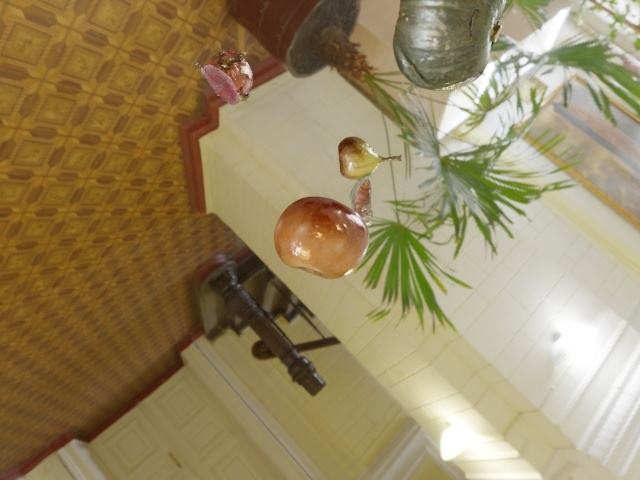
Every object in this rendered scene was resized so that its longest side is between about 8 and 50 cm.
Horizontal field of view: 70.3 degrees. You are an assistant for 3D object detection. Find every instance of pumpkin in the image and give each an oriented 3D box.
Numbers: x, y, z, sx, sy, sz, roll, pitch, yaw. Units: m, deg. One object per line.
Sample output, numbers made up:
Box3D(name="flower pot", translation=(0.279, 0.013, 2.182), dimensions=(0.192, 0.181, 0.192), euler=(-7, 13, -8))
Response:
Box3D(name="pumpkin", translation=(0.330, -0.556, 1.166), dimensions=(0.291, 0.258, 0.327), euler=(-55, 154, -40))

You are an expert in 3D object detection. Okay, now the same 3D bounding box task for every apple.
Box3D(name="apple", translation=(0.000, 0.000, 0.966), dimensions=(0.162, 0.201, 0.201), euler=(-62, 171, -14))

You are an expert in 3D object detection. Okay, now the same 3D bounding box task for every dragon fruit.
Box3D(name="dragon fruit", translation=(-0.388, -0.712, 1.935), dimensions=(0.147, 0.282, 0.211), euler=(-48, 171, -22))

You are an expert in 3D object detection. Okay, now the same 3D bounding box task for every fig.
Box3D(name="fig", translation=(0.163, -0.290, 1.655), dimensions=(0.143, 0.231, 0.160), euler=(-33, 134, -41))

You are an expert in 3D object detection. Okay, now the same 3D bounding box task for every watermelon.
Box3D(name="watermelon", translation=(0.122, -0.100, 1.342), dimensions=(0.139, 0.071, 0.186), euler=(-90, 177, -58))
